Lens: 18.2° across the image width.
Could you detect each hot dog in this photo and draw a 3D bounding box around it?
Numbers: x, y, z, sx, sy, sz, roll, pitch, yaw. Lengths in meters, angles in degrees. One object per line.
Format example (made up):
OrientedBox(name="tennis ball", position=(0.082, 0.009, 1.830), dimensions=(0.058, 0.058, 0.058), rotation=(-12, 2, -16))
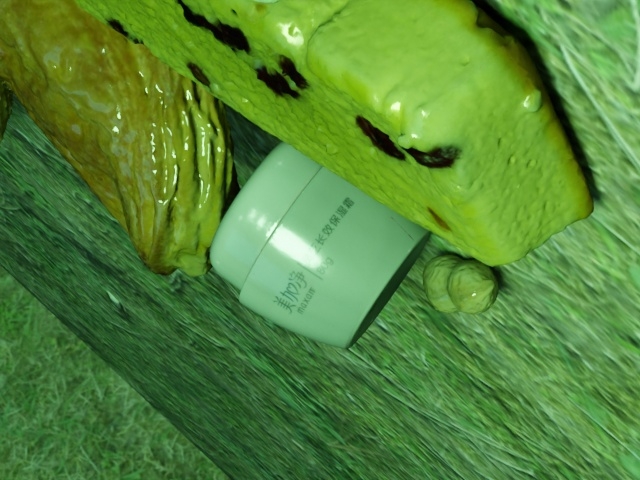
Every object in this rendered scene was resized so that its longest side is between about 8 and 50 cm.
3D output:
OrientedBox(name="hot dog", position=(-0.133, -0.106, 1.258), dimensions=(0.272, 0.122, 0.196), rotation=(49, 171, 12))

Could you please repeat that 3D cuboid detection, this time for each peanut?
OrientedBox(name="peanut", position=(0.085, 0.026, 1.196), dimensions=(0.037, 0.037, 0.083), rotation=(47, 167, -10))

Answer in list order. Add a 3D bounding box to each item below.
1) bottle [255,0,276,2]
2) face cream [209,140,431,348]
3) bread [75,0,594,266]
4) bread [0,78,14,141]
OrientedBox(name="bottle", position=(0.035, -0.148, 0.472), dimensions=(0.072, 0.201, 0.072), rotation=(41, 166, 13))
OrientedBox(name="face cream", position=(0.000, 0.000, 1.193), dimensions=(0.104, 0.117, 0.117), rotation=(36, 165, 6))
OrientedBox(name="bread", position=(-0.026, -0.115, 1.012), dimensions=(0.361, 0.077, 0.138), rotation=(35, 164, 35))
OrientedBox(name="bread", position=(-0.378, -0.181, 1.674), dimensions=(0.305, 0.159, 0.305), rotation=(39, 162, 15))
